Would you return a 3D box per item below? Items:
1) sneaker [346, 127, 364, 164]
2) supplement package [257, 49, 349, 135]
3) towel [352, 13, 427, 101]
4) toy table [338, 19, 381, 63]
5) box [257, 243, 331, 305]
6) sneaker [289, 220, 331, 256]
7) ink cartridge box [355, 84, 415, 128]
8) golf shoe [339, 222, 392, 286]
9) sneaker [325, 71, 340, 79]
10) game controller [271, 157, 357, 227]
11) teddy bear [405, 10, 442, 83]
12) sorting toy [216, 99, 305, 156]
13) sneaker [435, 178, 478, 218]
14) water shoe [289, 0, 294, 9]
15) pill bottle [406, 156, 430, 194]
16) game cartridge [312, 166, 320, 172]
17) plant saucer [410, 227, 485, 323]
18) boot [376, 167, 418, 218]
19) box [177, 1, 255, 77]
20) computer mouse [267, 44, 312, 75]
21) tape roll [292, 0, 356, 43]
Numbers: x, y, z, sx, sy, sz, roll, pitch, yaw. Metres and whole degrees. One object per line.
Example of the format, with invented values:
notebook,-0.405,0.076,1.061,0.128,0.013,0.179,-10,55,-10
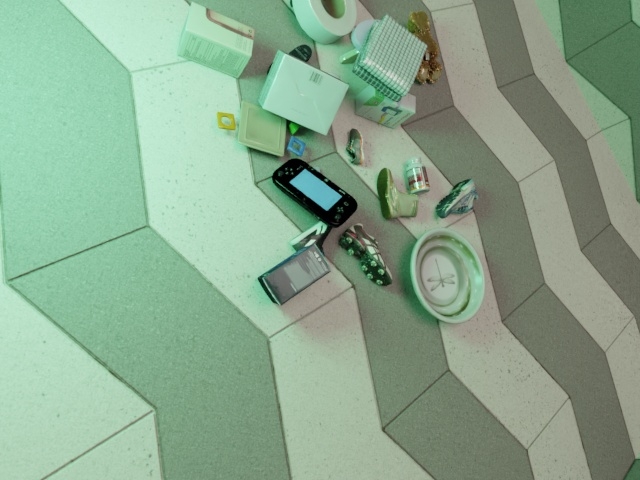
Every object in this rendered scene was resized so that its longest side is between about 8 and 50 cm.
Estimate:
sneaker,0.136,-0.387,1.857,0.065,0.061,0.157,-6,79,-24
supplement package,-0.067,-0.546,1.681,0.262,0.145,0.204,18,111,-25
towel,0.271,-0.723,1.809,0.235,0.121,0.283,29,67,-17
toy table,0.214,-0.830,1.963,0.274,0.161,0.252,-6,79,-31
box,-0.091,0.113,1.504,0.207,0.153,0.108,-33,95,-15
sneaker,0.000,0.000,1.667,0.217,0.079,0.121,-33,97,-24
ink cartridge box,0.275,-0.576,1.929,0.212,0.154,0.093,12,71,-26
golf shoe,0.198,0.053,1.745,0.273,0.105,0.120,51,52,-8
sneaker,-0.036,-0.614,1.814,0.258,0.094,0.091,-10,90,-22
game controller,-0.020,-0.178,1.652,0.319,0.067,0.166,38,62,9
teddy bear,0.479,-0.913,2.180,0.245,0.113,0.338,-33,101,-25
sorting toy,-0.218,-0.405,1.671,0.348,0.047,0.195,13,65,-27
sneaker,0.631,-0.168,2.044,0.283,0.110,0.122,-40,101,-31
water shoe,-0.079,-1.049,1.924,0.080,0.073,0.203,23,71,-42
pill bottle,0.419,-0.279,1.967,0.086,0.086,0.152,-4,78,-30
game cartridge,-0.036,-0.255,1.748,0.083,0.017,0.056,-4,82,-30
plant saucer,0.510,0.149,1.891,0.401,0.100,0.400,8,73,-28
boot,0.326,-0.197,1.899,0.165,0.077,0.213,-3,83,-29
box,-0.368,-0.703,1.608,0.232,0.149,0.126,14,69,-26
computer mouse,-0.124,-0.711,1.818,0.242,0.041,0.071,-41,89,-24
tape roll,0.021,-0.978,1.889,0.286,0.100,0.286,4,84,-41
